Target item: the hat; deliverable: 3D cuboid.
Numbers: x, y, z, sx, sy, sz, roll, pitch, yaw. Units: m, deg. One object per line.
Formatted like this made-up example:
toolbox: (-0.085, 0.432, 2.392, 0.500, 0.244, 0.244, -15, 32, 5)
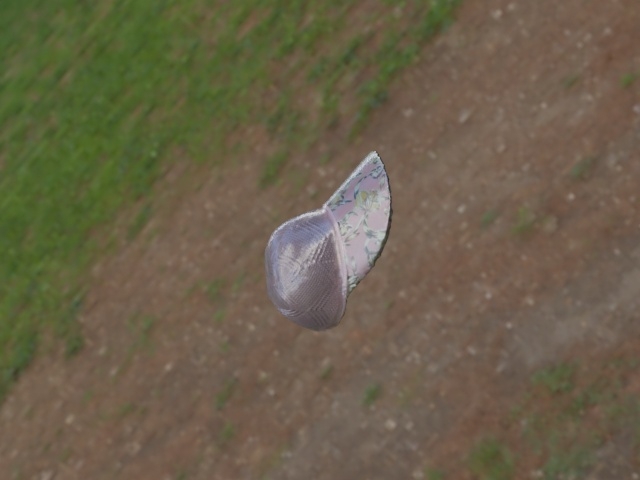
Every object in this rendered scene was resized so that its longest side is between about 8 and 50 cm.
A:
hat: (0.000, -0.003, 0.643, 0.058, 0.042, 0.087, -124, 51, -65)
